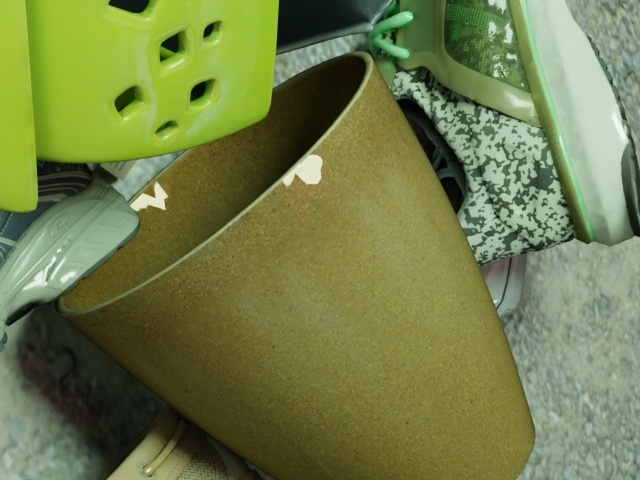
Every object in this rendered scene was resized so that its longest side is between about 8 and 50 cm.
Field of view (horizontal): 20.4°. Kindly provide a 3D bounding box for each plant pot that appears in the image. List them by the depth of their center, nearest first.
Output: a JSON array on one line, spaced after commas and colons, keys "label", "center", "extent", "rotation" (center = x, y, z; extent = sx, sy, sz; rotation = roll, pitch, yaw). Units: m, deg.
[{"label": "plant pot", "center": [-0.169, -0.158, 0.920], "extent": [0.207, 0.227, 0.228], "rotation": [-34, 139, -39]}, {"label": "plant pot", "center": [0.011, 0.057, 1.077], "extent": [0.254, 0.237, 0.237], "rotation": [51, 48, -15]}]

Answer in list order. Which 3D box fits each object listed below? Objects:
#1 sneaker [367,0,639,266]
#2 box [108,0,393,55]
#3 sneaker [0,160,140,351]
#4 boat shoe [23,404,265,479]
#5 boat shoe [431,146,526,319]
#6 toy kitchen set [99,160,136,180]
[{"label": "sneaker", "center": [0.091, -0.156, 1.313], "extent": [0.158, 0.182, 0.410], "rotation": [61, 7, -69]}, {"label": "box", "center": [-0.075, -0.349, 1.114], "extent": [0.395, 0.212, 0.293], "rotation": [57, 46, -24]}, {"label": "sneaker", "center": [-0.226, 0.021, 0.971], "extent": [0.122, 0.110, 0.283], "rotation": [53, 41, -8]}, {"label": "boat shoe", "center": [-0.156, 0.195, 0.996], "extent": [0.110, 0.122, 0.341], "rotation": [52, 34, 5]}, {"label": "boat shoe", "center": [0.124, -0.051, 1.379], "extent": [0.076, 0.083, 0.226], "rotation": [10, 75, -49]}, {"label": "toy kitchen set", "center": [-0.136, -0.091, 1.104], "extent": [0.083, 0.068, 0.075], "rotation": [34, 91, -7]}]
